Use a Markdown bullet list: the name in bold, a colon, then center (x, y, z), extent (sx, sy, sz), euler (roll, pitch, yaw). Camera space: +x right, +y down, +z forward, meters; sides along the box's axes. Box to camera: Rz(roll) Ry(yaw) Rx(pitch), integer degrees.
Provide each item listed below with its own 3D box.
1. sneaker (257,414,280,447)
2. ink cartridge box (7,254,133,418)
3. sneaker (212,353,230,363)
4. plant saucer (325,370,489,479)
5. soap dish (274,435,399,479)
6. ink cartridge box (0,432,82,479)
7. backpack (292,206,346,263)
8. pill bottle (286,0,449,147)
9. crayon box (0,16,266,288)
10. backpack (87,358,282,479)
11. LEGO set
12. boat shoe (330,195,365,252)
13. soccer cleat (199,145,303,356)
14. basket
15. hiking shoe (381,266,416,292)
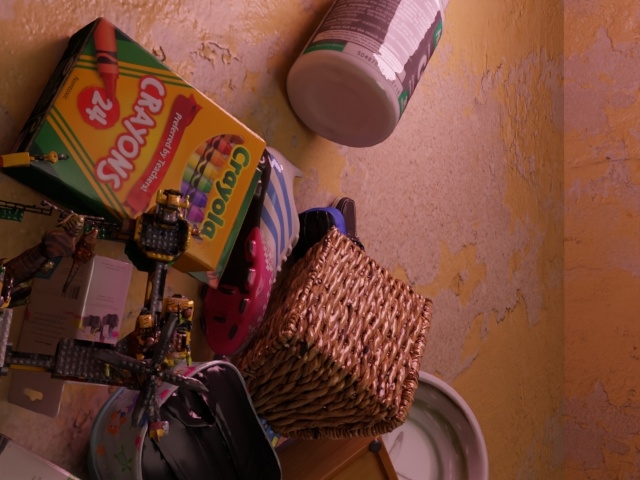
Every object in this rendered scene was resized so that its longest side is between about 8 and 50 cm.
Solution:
- **sneaker**: center (-0.083, 0.260, 1.142), extent (0.209, 0.069, 0.082), euler (-59, 133, -34)
- **ink cartridge box**: center (-0.290, 0.107, 0.796), extent (0.061, 0.104, 0.181), euler (22, 76, -53)
- **sneaker**: center (-0.163, 0.226, 1.048), extent (0.069, 0.038, 0.098), euler (-26, 114, -52)
- **plant saucer**: center (0.144, 0.457, 1.370), extent (0.400, 0.100, 0.400), euler (4, 78, -21)
- **soap dish**: center (0.003, 0.428, 1.149), extent (0.291, 0.118, 0.229), euler (-32, 121, -19)
- **ink cartridge box**: center (-0.347, 0.267, 0.661), extent (0.219, 0.092, 0.160), euler (38, 57, -14)
- **backpack**: center (0.000, 0.000, 1.218), extent (0.101, 0.098, 0.120), euler (-39, 118, -72)
- **pill bottle**: center (0.100, -0.359, 1.230), extent (0.204, 0.204, 0.361), euler (56, 50, -41)
- **crayon box**: center (-0.199, -0.095, 0.865), extent (0.318, 0.081, 0.202), euler (34, 64, -35)
- **backpack**: center (-0.182, 0.278, 0.892), extent (0.225, 0.191, 0.253), euler (-41, 128, -46)
- **LEGO set**: center (-0.253, 0.030, 0.640), extent (0.331, 0.192, 0.255), euler (19, 67, -20)
- **boat shoe**: center (0.052, 0.027, 1.309), extent (0.080, 0.073, 0.223), euler (12, 84, -55)
- **soccer cleat**: center (-0.089, 0.018, 1.065), extent (0.143, 0.116, 0.331), euler (19, 76, -49)
- **basket**: center (0.014, 0.170, 1.066), extent (0.223, 0.213, 0.299), euler (38, 35, -10)
- **hiking shoe**: center (0.118, 0.123, 1.424), extent (0.227, 0.086, 0.114), euler (33, 80, -45)
